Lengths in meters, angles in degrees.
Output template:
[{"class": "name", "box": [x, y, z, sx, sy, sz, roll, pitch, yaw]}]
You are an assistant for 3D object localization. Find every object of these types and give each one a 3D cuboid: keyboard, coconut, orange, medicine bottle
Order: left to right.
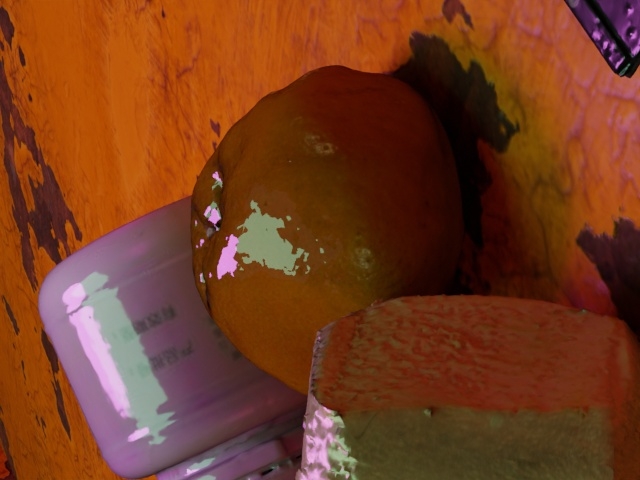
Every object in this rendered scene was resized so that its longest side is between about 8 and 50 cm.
[{"class": "medicine bottle", "box": [-0.077, 0.132, 1.243, 0.325, 0.256, 0.256, 64, 156, 4]}, {"class": "orange", "box": [0.000, 0.000, 1.031, 0.249, 0.183, 0.249, 172, 90, -76]}, {"class": "coconut", "box": [0.110, 0.136, 0.857, 0.233, 0.245, 0.233, 3, -90, -89]}, {"class": "keyboard", "box": [0.138, -0.202, 0.826, 0.231, 0.023, 0.072, 61, 147, 25]}]
